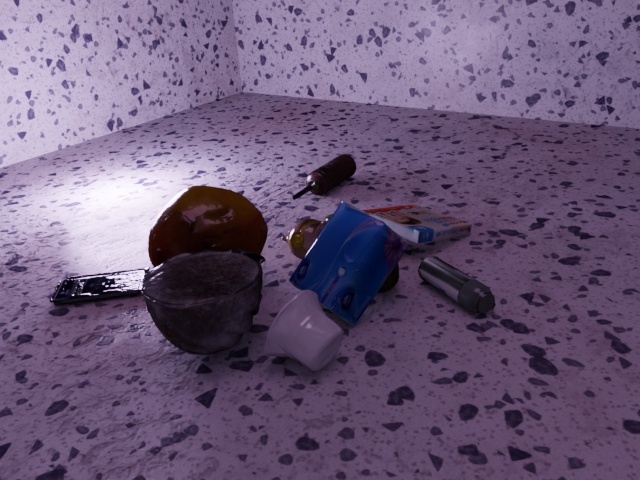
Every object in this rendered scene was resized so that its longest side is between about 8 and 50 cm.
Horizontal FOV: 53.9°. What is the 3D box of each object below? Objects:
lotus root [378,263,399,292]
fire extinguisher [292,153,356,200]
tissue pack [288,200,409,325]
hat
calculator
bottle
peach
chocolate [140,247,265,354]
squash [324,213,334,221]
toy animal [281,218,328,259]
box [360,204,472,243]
[{"bbox_3d":[0.165,0.082,1.765,0.120,0.120,0.209,-2,24,4],"label":"lotus root"},{"bbox_3d":[0.008,-0.243,2.525,0.138,0.102,0.344,-26,7,41],"label":"fire extinguisher"},{"bbox_3d":[0.072,0.057,1.657,0.263,0.146,0.198,-56,40,-2],"label":"tissue pack"},{"bbox_3d":[-0.025,0.223,1.464,0.126,0.203,0.203,31,38,22],"label":"hat"},{"bbox_3d":[-0.654,0.133,1.885,0.274,0.028,0.166,-8,25,-7],"label":"calculator"},{"bbox_3d":[0.370,0.121,1.709,0.096,0.079,0.253,27,5,-35],"label":"bottle"},{"bbox_3d":[-0.329,-0.012,1.808,0.372,0.290,0.372,7,5,-1],"label":"peach"},{"bbox_3d":[-0.271,0.168,1.535,0.303,0.213,0.303,-5,25,2],"label":"chocolate"},{"bbox_3d":[0.091,-0.034,2.089,0.066,0.066,0.229,-21,30,-32],"label":"squash"},{"bbox_3d":[-0.001,0.003,1.940,0.248,0.149,0.165,17,48,24],"label":"toy animal"},{"bbox_3d":[0.312,-0.059,2.069,0.273,0.048,0.265,-8,22,-42],"label":"box"}]
